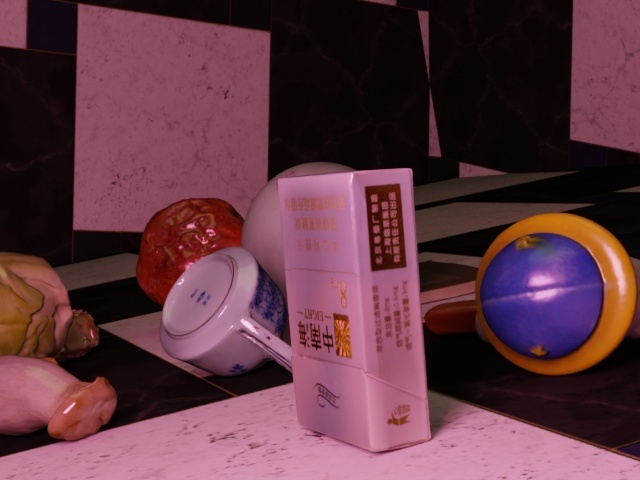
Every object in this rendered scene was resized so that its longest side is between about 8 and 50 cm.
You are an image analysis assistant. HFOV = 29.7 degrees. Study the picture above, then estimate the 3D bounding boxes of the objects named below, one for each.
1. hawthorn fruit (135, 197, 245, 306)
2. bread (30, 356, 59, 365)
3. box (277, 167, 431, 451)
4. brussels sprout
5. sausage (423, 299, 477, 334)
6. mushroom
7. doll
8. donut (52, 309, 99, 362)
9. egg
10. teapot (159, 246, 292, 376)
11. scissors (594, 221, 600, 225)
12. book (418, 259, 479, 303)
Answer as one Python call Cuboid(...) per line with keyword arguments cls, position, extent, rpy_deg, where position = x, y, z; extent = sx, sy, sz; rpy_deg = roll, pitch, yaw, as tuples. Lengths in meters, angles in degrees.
Cuboid(cls="hawthorn fruit", position=(-0.171, 0.043, 1.857), extent=(0.208, 0.207, 0.243), rpy_deg=(-11, 20, -15))
Cuboid(cls="bread", position=(-0.373, 0.181, 1.475), extent=(0.115, 0.056, 0.082), rpy_deg=(3, -33, -47))
Cuboid(cls="box", position=(0.028, 0.058, 1.097), extent=(0.067, 0.242, 0.155), rpy_deg=(-6, 2, -25))
Cuboid(cls="brussels sprout", position=(-0.452, 0.113, 1.567), extent=(0.244, 0.244, 0.244), rpy_deg=(-10, 6, 1))
Cuboid(cls="sausage", position=(0.189, 0.093, 1.475), extent=(0.131, 0.041, 0.039), rpy_deg=(-7, 12, 28))
Cuboid(cls="mushroom", position=(-0.316, 0.174, 1.328), extent=(0.213, 0.088, 0.097), rpy_deg=(1, -22, 33))
Cuboid(cls="doll", position=(0.243, 0.050, 1.272), extent=(0.243, 0.159, 0.311), rpy_deg=(-18, 0, -40))
Cuboid(cls="donut", position=(-0.419, 0.147, 1.824), extent=(0.175, 0.068, 0.174), rpy_deg=(-10, 5, 1))
Cuboid(cls="egg", position=(0.000, 0.000, 1.739), extent=(0.230, 0.229, 0.371), rpy_deg=(-10, 9, -2))
Cuboid(cls="teapot", position=(-0.100, 0.103, 1.475), extent=(0.159, 0.158, 0.232), rpy_deg=(-13, 20, -30))
Cuboid(cls="scissors", position=(0.353, 0.034, 1.394), extent=(0.300, 0.022, 0.109), rpy_deg=(15, -40, -28))
Cuboid(cls="book", position=(0.140, 0.068, 1.901), extent=(0.217, 0.021, 0.310), rpy_deg=(-11, 6, -17))
